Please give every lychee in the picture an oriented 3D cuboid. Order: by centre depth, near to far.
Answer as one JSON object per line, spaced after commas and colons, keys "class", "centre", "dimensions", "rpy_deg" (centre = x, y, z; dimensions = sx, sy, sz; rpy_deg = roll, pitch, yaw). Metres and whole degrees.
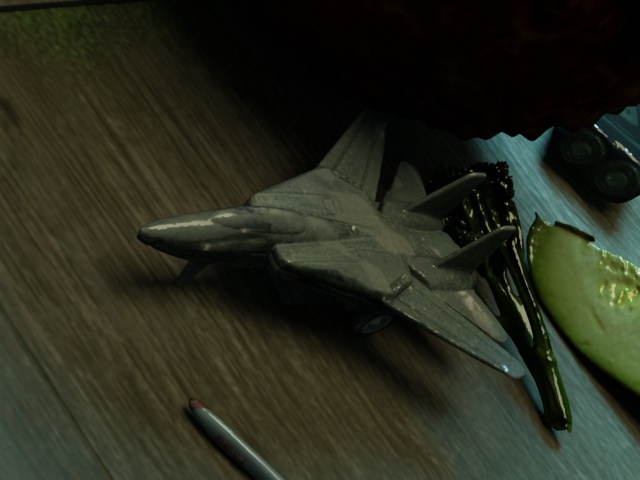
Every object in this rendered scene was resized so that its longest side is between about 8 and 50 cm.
{"class": "lychee", "centre": [0.120, -0.274, 1.087], "dimensions": [0.424, 0.500, 0.425], "rpy_deg": [1, 88, -23]}

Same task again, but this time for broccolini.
{"class": "broccolini", "centre": [0.119, 0.036, 1.065], "dimensions": [0.058, 0.074, 0.201], "rpy_deg": [-11, 69, -10]}

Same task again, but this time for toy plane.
{"class": "toy plane", "centre": [-0.006, 0.007, 0.937], "dimensions": [0.267, 0.088, 0.212], "rpy_deg": [-4, 56, -39]}

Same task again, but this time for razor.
{"class": "razor", "centre": [0.240, -0.091, 1.320], "dimensions": [0.090, 0.054, 0.148], "rpy_deg": [42, 33, -5]}

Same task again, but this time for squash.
{"class": "squash", "centre": [0.261, 0.081, 1.116], "dimensions": [0.252, 0.093, 0.169], "rpy_deg": [33, -9, -20]}

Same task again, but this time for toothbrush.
{"class": "toothbrush", "centre": [-0.002, 0.153, 0.844], "dimensions": [0.193, 0.013, 0.019], "rpy_deg": [46, 42, -1]}
